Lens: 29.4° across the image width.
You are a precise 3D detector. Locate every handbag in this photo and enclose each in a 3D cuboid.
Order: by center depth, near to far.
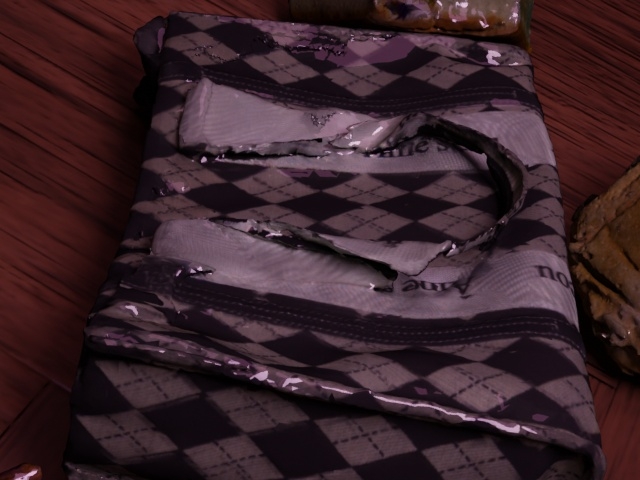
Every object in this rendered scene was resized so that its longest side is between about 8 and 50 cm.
[{"bbox_3d":[0.000,0.000,0.819,0.316,0.180,0.416,12,40,-6],"label":"handbag"}]

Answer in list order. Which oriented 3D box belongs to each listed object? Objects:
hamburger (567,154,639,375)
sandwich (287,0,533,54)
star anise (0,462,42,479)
[{"bbox_3d":[0.292,0.007,0.913,0.130,0.206,0.183,26,31,-53],"label":"hamburger"},{"bbox_3d":[0.119,-0.189,1.025,0.244,0.063,0.212,2,9,-23],"label":"sandwich"},{"bbox_3d":[-0.187,0.183,0.628,0.233,0.073,0.177,21,62,16],"label":"star anise"}]
